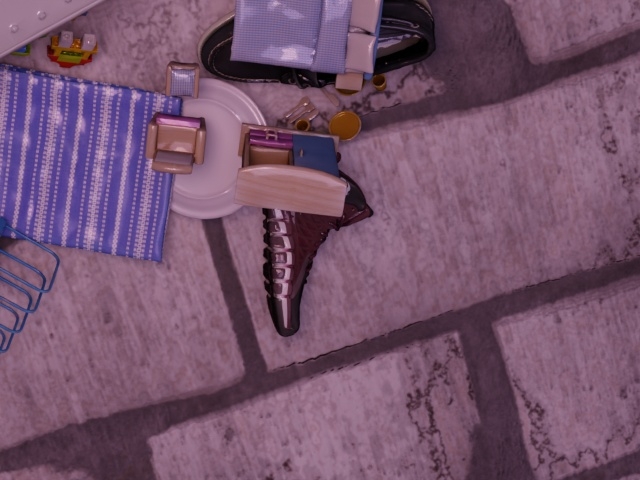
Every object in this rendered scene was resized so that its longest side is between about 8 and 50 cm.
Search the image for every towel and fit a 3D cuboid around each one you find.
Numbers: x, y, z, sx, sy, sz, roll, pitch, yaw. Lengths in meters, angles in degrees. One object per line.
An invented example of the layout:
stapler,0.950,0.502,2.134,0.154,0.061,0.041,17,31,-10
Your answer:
towel,-0.371,-0.112,1.586,0.336,0.040,0.243,9,100,0

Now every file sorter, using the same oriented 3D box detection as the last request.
file sorter,-0.452,0.079,1.576,0.104,0.118,0.170,31,112,-18

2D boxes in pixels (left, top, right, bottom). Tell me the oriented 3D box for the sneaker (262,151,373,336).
sneaker,0.000,0.000,1.662,0.162,0.106,0.281,-4,100,-11

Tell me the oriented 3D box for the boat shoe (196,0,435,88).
boat shoe,0.001,-0.266,1.587,0.340,0.113,0.127,-7,136,-10

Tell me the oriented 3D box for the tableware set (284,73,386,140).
tableware set,0.028,-0.195,1.640,0.154,0.024,0.104,-36,67,-2

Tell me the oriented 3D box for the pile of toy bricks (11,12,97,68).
pile of toy bricks,-0.417,-0.296,1.544,0.212,0.105,0.118,4,71,-26

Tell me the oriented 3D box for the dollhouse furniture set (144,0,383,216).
dollhouse furniture set,-0.069,-0.218,1.434,0.286,0.198,0.303,7,111,-6

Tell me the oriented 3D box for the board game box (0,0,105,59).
board game box,-0.405,-0.420,1.434,0.390,0.050,0.390,-27,76,6

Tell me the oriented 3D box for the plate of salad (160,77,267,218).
plate of salad,-0.164,-0.130,1.615,0.199,0.048,0.200,1,97,10
